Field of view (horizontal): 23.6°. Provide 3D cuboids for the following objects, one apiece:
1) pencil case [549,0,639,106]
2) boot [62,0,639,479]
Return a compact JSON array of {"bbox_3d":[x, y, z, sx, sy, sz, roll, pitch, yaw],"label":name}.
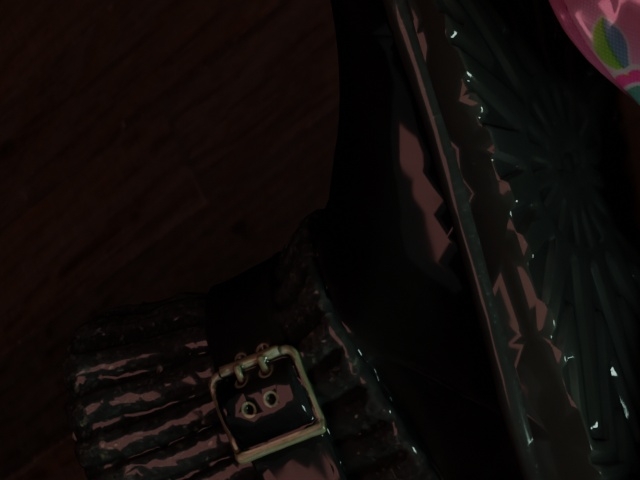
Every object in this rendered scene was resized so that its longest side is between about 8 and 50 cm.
[{"bbox_3d":[0.217,-0.136,0.539,0.284,0.124,0.124,-30,76,33],"label":"pencil case"},{"bbox_3d":[-0.002,0.001,0.686,0.260,0.131,0.348,-15,84,34],"label":"boot"}]
